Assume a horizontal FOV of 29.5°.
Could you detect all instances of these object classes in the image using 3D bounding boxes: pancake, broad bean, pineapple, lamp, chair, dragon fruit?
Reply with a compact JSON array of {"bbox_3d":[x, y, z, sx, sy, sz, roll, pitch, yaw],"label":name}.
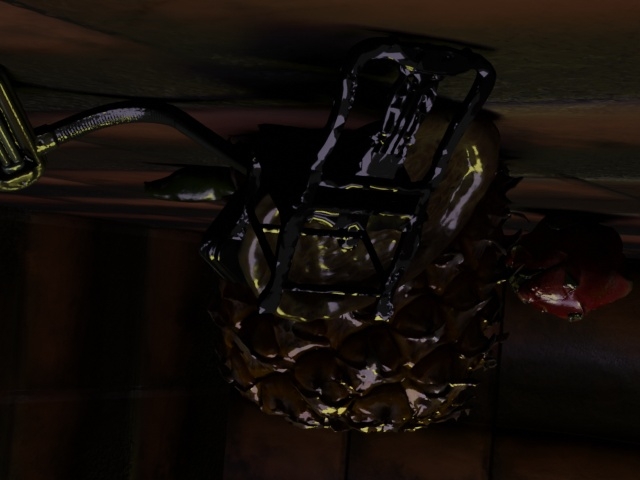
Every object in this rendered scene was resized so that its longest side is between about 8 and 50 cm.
[{"bbox_3d":[0.045,-0.022,1.002,0.250,0.031,0.250,-23,147,-16],"label":"pancake"},{"bbox_3d":[-0.144,-0.076,1.650,0.195,0.046,0.061,-2,163,28],"label":"broad bean"},{"bbox_3d":[0.051,0.042,1.286,0.352,0.300,0.352,1,-177,0],"label":"pineapple"},{"bbox_3d":[-0.156,-0.077,0.987,0.283,0.124,0.203,21,168,14],"label":"lamp"},{"bbox_3d":[0.023,-0.059,0.820,0.106,0.229,0.113,4,-143,-23],"label":"chair"},{"bbox_3d":[0.398,0.039,2.007,0.200,0.198,0.269,-6,-168,1],"label":"dragon fruit"}]
